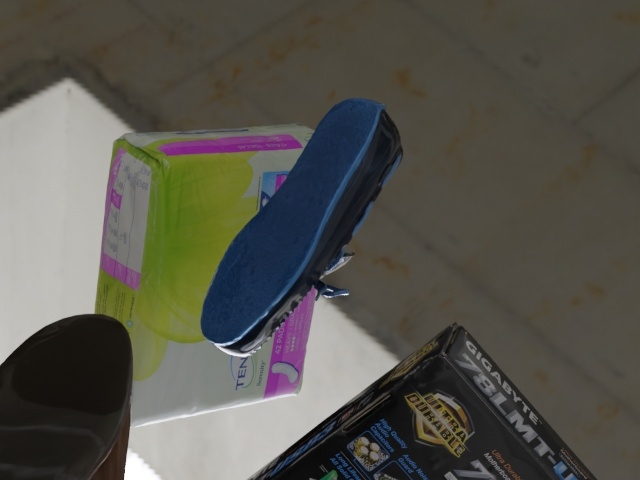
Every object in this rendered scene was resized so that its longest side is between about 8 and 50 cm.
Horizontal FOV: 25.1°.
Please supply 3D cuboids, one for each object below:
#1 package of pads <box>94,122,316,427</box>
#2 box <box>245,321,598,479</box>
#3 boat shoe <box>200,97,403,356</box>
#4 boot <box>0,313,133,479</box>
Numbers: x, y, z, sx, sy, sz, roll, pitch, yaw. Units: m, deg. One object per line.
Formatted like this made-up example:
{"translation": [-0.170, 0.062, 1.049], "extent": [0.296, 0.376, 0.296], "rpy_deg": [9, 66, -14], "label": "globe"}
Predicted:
{"translation": [-0.113, 0.034, 1.457], "extent": [0.229, 0.297, 0.101], "rpy_deg": [-7, -156, -37], "label": "package of pads"}
{"translation": [0.091, 0.261, 1.133], "extent": [0.295, 0.293, 0.073], "rpy_deg": [47, -156, -4], "label": "box"}
{"translation": [0.000, 0.000, 1.260], "extent": [0.109, 0.089, 0.258], "rpy_deg": [32, -99, 43], "label": "boat shoe"}
{"translation": [-0.055, 0.090, 0.345], "extent": [0.037, 0.114, 0.106], "rpy_deg": [0, -132, 13], "label": "boot"}
